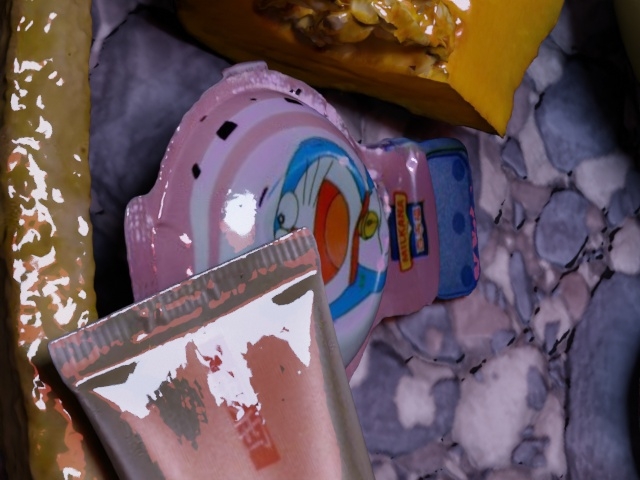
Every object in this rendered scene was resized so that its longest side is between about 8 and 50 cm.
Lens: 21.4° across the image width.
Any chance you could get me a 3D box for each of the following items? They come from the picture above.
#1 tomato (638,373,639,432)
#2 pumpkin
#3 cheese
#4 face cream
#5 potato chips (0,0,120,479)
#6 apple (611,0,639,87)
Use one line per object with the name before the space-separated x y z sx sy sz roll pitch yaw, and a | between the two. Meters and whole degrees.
tomato | 0.245 0.100 1.037 0.189 0.099 0.173 71 18 -52
pumpkin | 0.019 -0.147 0.921 0.248 0.126 0.131 30 65 -47
cheese | 0.000 0.000 0.881 0.286 0.074 0.189 -8 95 -51
face cream | -0.006 0.176 0.795 0.137 0.084 0.341 -25 102 -23
potato chips | -0.125 -0.002 0.801 0.080 0.057 0.407 6 74 -39
apple | 0.348 -0.168 1.034 0.357 0.357 0.357 11 71 -35
